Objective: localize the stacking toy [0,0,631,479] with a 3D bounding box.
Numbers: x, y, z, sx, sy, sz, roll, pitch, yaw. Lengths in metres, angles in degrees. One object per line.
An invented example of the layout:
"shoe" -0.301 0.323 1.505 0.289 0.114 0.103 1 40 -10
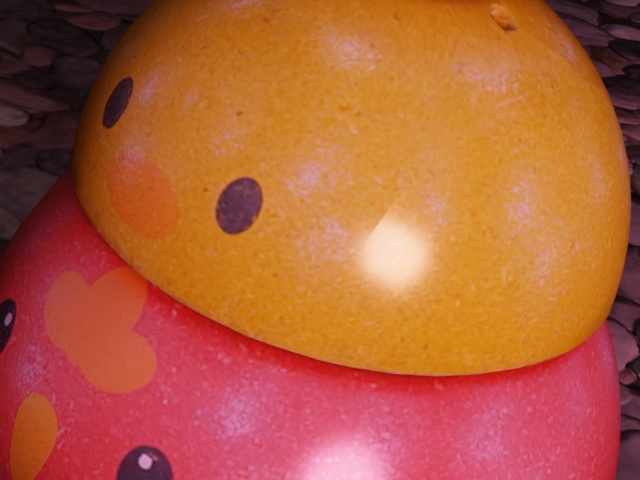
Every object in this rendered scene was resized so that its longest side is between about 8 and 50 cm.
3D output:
"stacking toy" 0.000 0.000 0.587 0.351 0.480 0.350 10 28 -5
